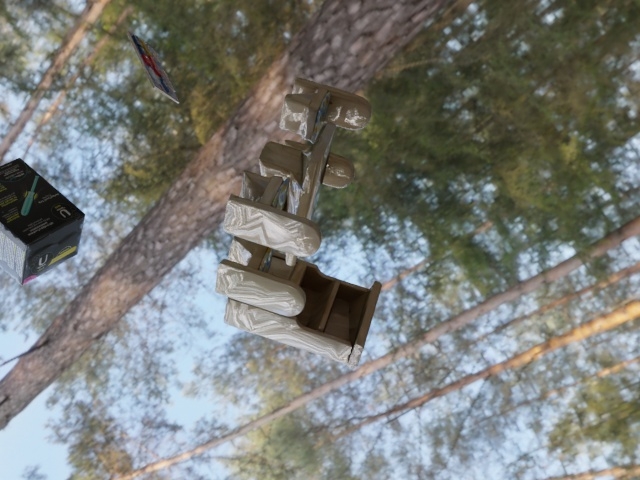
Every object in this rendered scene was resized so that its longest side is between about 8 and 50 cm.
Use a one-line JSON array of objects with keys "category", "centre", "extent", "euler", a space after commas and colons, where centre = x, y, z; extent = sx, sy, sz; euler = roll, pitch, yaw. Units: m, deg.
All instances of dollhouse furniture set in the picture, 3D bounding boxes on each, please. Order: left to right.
[{"category": "dollhouse furniture set", "centre": [0.000, 0.000, 1.387], "extent": [0.256, 0.394, 0.362], "euler": [18, -139, 3]}]

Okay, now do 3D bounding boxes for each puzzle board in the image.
[{"category": "puzzle board", "centre": [-0.307, -0.321, 1.509], "extent": [0.128, 0.011, 0.096], "euler": [63, -168, 15]}]

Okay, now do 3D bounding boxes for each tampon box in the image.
[{"category": "tampon box", "centre": [-0.484, -0.031, 1.318], "extent": [0.161, 0.101, 0.120], "euler": [38, -137, 14]}]
